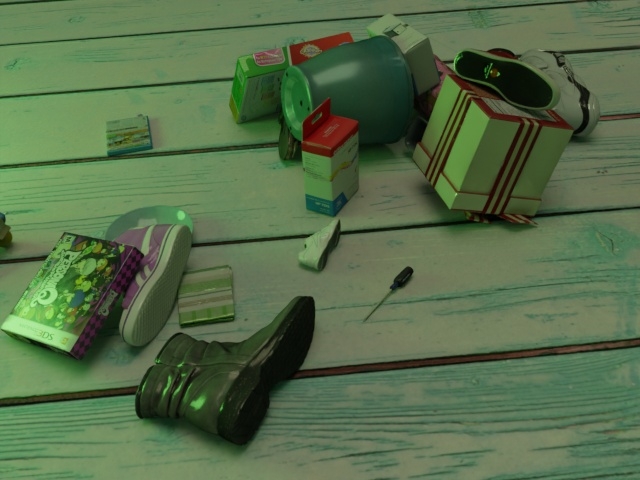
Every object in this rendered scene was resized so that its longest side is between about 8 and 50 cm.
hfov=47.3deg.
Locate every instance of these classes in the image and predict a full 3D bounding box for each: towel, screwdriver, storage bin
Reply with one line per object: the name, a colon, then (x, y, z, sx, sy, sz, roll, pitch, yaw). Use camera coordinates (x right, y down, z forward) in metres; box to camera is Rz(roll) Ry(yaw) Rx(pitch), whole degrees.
towel: (-0.230, 0.112, 1.470, 0.113, 0.023, 0.152, -9, 41, -4)
screwdriver: (0.133, 0.104, 1.449, 0.024, 0.025, 0.170, 24, 46, 30)
storage bin: (0.287, -0.234, 1.816, 0.091, 0.098, 0.135, 6, 29, -35)

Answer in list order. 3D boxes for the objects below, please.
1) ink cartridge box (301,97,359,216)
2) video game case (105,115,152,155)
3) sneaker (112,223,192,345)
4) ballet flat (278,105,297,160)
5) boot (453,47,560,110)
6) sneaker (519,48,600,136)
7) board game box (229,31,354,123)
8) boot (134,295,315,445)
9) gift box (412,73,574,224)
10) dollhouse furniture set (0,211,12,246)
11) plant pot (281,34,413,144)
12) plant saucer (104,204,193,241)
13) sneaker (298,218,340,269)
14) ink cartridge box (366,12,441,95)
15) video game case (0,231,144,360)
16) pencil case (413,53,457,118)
ink cartridge box: (0.025, -0.188, 1.653, 0.078, 0.231, 0.134, 17, 43, 24)
video game case: (-0.522, -0.286, 1.984, 0.119, 0.015, 0.166, -10, 39, -10)
sneaker: (-0.369, 0.084, 1.442, 0.161, 0.102, 0.282, 3, 46, 13)
ballet flat: (-0.076, -0.286, 1.915, 0.058, 0.084, 0.250, 16, 32, -15)
boot: (0.434, -0.359, 1.585, 0.244, 0.088, 0.176, 34, 33, 30)
sneaker: (0.566, -0.410, 1.934, 0.210, 0.137, 0.366, 3, 40, -20)
board game box: (-0.078, -0.435, 1.967, 0.316, 0.242, 0.064, -18, 76, -19)
boot: (-0.163, 0.194, 1.294, 0.222, 0.118, 0.338, 11, 36, 25)
gift box: (0.389, -0.189, 1.622, 0.276, 0.258, 0.255, 8, 34, -19)
dollhouse furniture set: (-0.867, 0.034, 1.573, 0.303, 0.198, 0.286, 27, 63, -10)
plant pot: (0.049, -0.355, 1.804, 0.255, 0.272, 0.272, -13, 39, -23)
plant saucer: (-0.375, -0.007, 1.610, 0.194, 0.037, 0.195, -2, 38, 1)
sneaker: (0.000, 0.000, 1.564, 0.061, 0.054, 0.152, 11, 41, 21)
ink cartridge box: (0.211, -0.475, 1.860, 0.082, 0.140, 0.191, -34, 44, -7)
video game case: (-0.473, 0.098, 1.393, 0.210, 0.042, 0.232, 10, 61, 33)
pencil case: (0.358, -0.352, 1.896, 0.167, 0.160, 0.386, -32, 45, -10)
